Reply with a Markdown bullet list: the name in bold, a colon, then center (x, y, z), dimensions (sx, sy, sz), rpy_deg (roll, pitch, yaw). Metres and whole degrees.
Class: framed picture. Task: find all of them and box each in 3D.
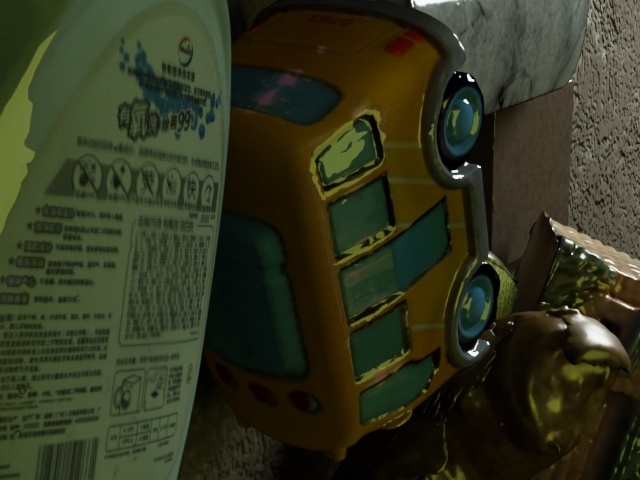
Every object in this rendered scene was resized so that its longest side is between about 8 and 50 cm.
- **framed picture**: center (0.153, -0.053, 1.015), dimensions (0.168, 0.023, 0.127), rpy_deg (-21, 115, -59)

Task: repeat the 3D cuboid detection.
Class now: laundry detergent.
- **laundry detergent**: center (-0.111, -0.040, 0.439), dimensions (0.215, 0.105, 0.280), rpy_deg (-1, 99, -60)

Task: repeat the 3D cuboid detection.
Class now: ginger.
- **ginger**: center (0.043, 0.156, 0.727), dimensions (0.309, 0.107, 0.133), rpy_deg (-48, -174, -13)

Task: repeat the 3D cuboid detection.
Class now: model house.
- **model house**: center (0.199, 0.099, 0.918), dimensions (0.166, 0.172, 0.182), rpy_deg (-67, 180, -79)

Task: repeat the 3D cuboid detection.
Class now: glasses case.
- **glasses case**: center (0.096, -0.137, 0.848), dimensions (0.299, 0.060, 0.114), rpy_deg (-26, 119, -58)

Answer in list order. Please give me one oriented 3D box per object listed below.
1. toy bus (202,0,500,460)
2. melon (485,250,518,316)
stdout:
- **toy bus**: center (0.000, 0.000, 0.642), dimensions (0.136, 0.126, 0.209), rpy_deg (-40, 132, -41)
- **melon**: center (0.074, 0.066, 0.839), dimensions (0.160, 0.079, 0.128), rpy_deg (40, 60, -58)
